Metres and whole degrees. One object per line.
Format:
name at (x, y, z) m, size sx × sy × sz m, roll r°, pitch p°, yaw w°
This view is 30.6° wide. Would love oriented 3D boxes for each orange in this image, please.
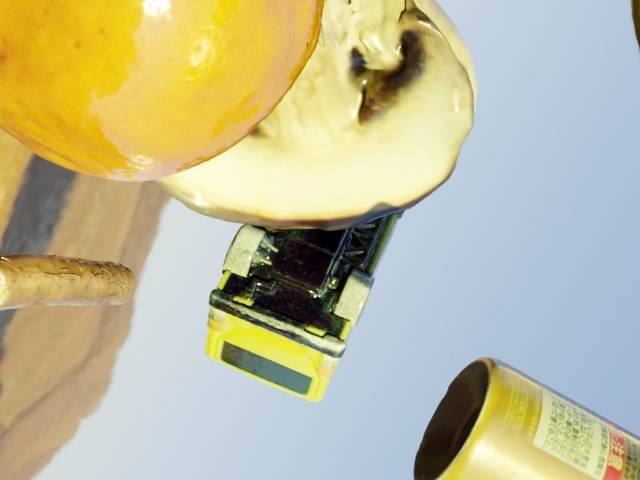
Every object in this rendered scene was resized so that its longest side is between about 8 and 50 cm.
orange at (-0.089, -0.148, 0.671) m, size 0.249 × 0.183 × 0.249 m, roll -40°, pitch -143°, yaw 39°

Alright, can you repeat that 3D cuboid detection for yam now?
yam at (-0.153, 0.024, 0.680) m, size 0.032 × 0.032 × 0.145 m, roll -64°, pitch 160°, yaw 7°

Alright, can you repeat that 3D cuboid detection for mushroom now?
mushroom at (-0.007, -0.123, 0.908) m, size 0.267 × 0.189 × 0.164 m, roll -26°, pitch -144°, yaw 27°

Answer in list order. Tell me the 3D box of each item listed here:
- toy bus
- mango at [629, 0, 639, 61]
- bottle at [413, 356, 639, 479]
toy bus at (0.000, 0.000, 1.064) m, size 0.150 × 0.128 × 0.262 m, roll 106°, pitch 8°, yaw -56°
mango at (0.221, -0.061, 0.535) m, size 0.156 × 0.251 × 0.114 m, roll -16°, pitch 174°, yaw -45°
bottle at (0.190, 0.161, 0.620) m, size 0.082 × 0.286 × 0.082 m, roll -59°, pitch -172°, yaw 14°
